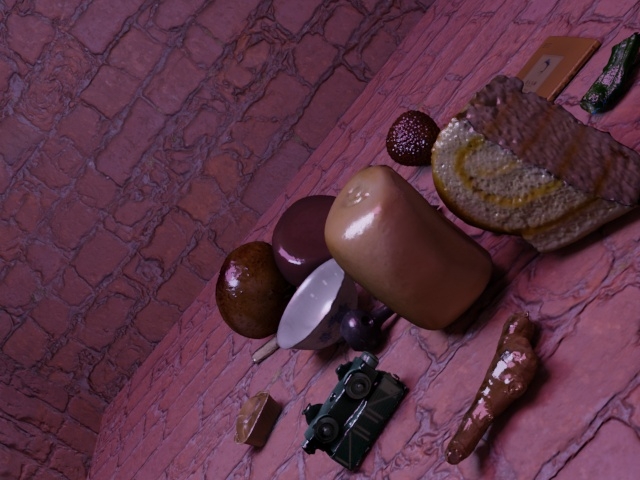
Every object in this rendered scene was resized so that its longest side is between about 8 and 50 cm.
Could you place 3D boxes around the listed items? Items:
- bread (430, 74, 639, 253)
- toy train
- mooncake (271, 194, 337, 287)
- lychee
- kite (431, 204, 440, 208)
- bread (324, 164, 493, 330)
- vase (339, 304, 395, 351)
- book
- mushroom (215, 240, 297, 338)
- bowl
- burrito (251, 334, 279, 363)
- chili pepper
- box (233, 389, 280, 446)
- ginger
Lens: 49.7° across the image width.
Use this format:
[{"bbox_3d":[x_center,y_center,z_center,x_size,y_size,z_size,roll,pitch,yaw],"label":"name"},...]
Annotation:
[{"bbox_3d":[0.434,-0.126,1.444,0.239,0.395,0.264,-45,-16,-41],"label":"bread"},{"bbox_3d":[0.070,0.389,1.582,0.269,0.154,0.115,-55,17,-7],"label":"toy train"},{"bbox_3d":[0.000,0.000,2.333,0.333,0.174,0.326,-19,46,-3],"label":"mooncake"},{"bbox_3d":[0.310,-0.326,2.264,0.194,0.194,0.194,-46,20,22],"label":"lychee"},{"bbox_3d":[0.253,-0.032,2.023,0.127,0.016,0.229,-4,-36,-50],"label":"kite"},{"bbox_3d":[0.195,0.027,1.577,0.253,0.376,0.348,-52,19,4],"label":"bread"},{"bbox_3d":[0.142,0.211,1.821,0.183,0.120,0.120,-37,19,-2],"label":"vase"},{"bbox_3d":[0.594,-0.420,1.972,0.389,0.032,0.269,-51,20,9],"label":"book"},{"bbox_3d":[-0.239,0.163,2.461,0.356,0.334,0.331,23,98,54],"label":"mushroom"},{"bbox_3d":[0.022,0.217,2.022,0.313,0.146,0.313,-47,18,20],"label":"bowl"},{"bbox_3d":[-0.179,0.374,2.399,0.185,0.041,0.045,-39,64,34],"label":"burrito"},{"bbox_3d":[0.697,-0.398,1.635,0.224,0.061,0.098,-55,14,-10],"label":"chili pepper"},{"bbox_3d":[-0.194,0.529,2.047,0.111,0.111,0.177,-22,35,57],"label":"box"},{"bbox_3d":[0.328,0.272,1.281,0.334,0.081,0.148,-56,14,-12],"label":"ginger"}]
